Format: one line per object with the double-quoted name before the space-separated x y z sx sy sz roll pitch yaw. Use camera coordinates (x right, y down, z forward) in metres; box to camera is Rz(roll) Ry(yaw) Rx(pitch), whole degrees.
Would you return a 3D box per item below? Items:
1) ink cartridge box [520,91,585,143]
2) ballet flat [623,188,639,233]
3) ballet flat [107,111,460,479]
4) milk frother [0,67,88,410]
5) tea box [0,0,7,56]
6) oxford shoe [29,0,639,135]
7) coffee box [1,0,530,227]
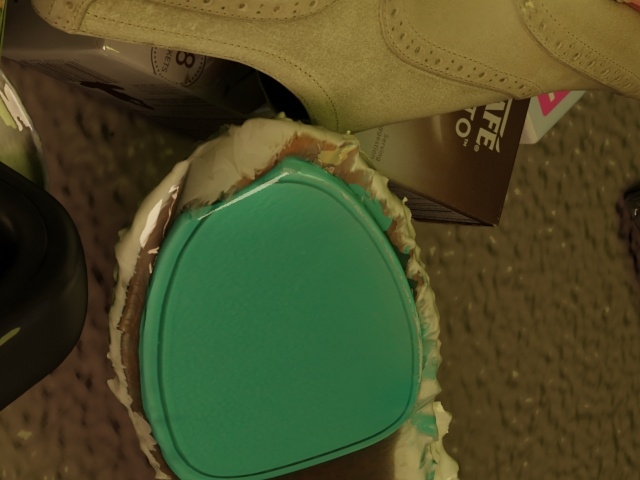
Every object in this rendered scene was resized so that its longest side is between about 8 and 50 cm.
"ink cartridge box" 0.165 -0.218 1.124 0.311 0.065 0.186 -45 126 -35
"ballet flat" 0.236 0.037 1.257 0.057 0.049 0.173 -64 147 -59
"ballet flat" -0.014 0.075 0.881 0.147 0.147 0.409 -49 145 -31
"milk frother" -0.136 0.031 0.495 0.135 0.129 0.143 -42 167 -34
"tea box" -0.291 -0.009 0.542 0.329 0.220 0.323 4 92 -47
"oxford shoe" 0.039 -0.113 0.815 0.397 0.140 0.146 15 119 -45
"coffee box" -0.013 -0.110 0.894 0.246 0.098 0.141 21 80 -38
